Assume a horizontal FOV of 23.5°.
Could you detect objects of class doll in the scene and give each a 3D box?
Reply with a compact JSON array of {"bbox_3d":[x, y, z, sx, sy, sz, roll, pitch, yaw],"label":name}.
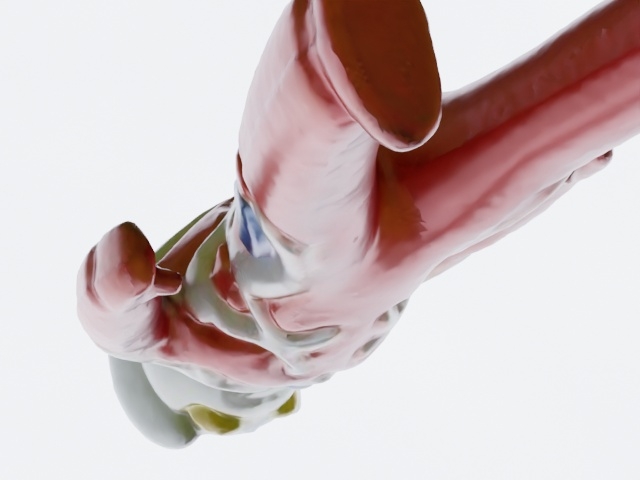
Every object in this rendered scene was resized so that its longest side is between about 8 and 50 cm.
[{"bbox_3d":[0.000,0.000,0.536,0.188,0.384,0.099,-12,-101,-23],"label":"doll"}]
